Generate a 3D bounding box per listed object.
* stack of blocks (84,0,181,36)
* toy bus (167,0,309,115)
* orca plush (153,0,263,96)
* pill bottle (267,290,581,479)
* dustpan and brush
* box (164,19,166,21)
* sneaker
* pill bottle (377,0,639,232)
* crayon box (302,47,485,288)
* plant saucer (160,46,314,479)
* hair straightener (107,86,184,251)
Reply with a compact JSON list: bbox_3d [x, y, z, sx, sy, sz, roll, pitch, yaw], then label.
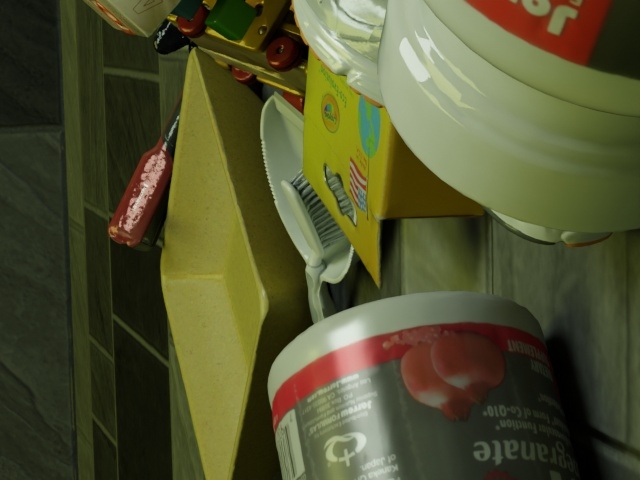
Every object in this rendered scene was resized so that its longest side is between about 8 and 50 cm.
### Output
[{"bbox_3d":[-0.079,-0.293,1.437,0.297,0.087,0.171,-50,18,-4],"label":"stack of blocks"},{"bbox_3d":[-0.023,-0.174,1.550,0.104,0.202,0.191,-61,9,-7],"label":"toy bus"},{"bbox_3d":[-0.118,-0.188,1.906,0.151,0.102,0.287,-123,33,-61],"label":"orca plush"},{"bbox_3d":[0.078,0.204,1.130,0.176,0.176,0.319,113,150,-58],"label":"pill bottle"},{"bbox_3d":[0.000,0.000,1.574,0.147,0.060,0.211,45,162,43],"label":"dustpan and brush"},{"bbox_3d":[-0.145,-0.353,2.010,0.233,0.044,0.159,114,164,-60],"label":"box"},{"bbox_3d":[0.092,-0.117,1.109,0.262,0.099,0.121,42,127,29],"label":"sneaker"},{"bbox_3d":[0.140,-0.180,0.761,0.363,0.210,0.210,105,156,-49],"label":"pill bottle"},{"bbox_3d":[0.056,-0.152,1.317,0.202,0.081,0.319,-121,32,-58],"label":"crayon box"},{"bbox_3d":[-0.072,0.043,1.826,0.333,0.081,0.333,103,158,-46],"label":"plant saucer"},{"bbox_3d":[-0.150,-0.097,2.003,0.089,0.047,0.230,34,-106,-72],"label":"hair straightener"}]
